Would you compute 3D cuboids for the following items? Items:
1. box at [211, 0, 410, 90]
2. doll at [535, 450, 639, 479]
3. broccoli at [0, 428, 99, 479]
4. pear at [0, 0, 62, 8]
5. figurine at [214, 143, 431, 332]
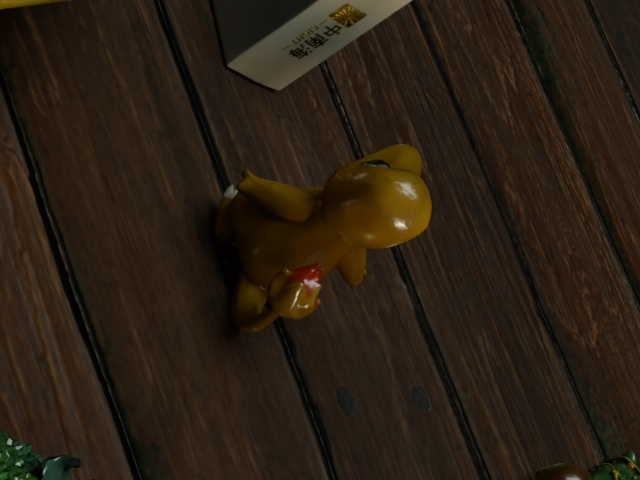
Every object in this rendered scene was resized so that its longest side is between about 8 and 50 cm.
[{"bbox_3d":[-0.019,-0.258,1.530,0.067,0.155,0.243,23,44,-44],"label":"box"},{"bbox_3d":[0.224,0.208,1.547,0.113,0.077,0.078,0,72,-55],"label":"doll"},{"bbox_3d":[-0.175,0.177,0.793,0.270,0.270,0.270,40,10,-29],"label":"broccoli"},{"bbox_3d":[-0.161,-0.333,1.198,0.362,0.362,0.418,50,61,-15],"label":"pear"},{"bbox_3d":[0.000,0.002,1.312,0.121,0.176,0.122,42,46,-23],"label":"figurine"}]
